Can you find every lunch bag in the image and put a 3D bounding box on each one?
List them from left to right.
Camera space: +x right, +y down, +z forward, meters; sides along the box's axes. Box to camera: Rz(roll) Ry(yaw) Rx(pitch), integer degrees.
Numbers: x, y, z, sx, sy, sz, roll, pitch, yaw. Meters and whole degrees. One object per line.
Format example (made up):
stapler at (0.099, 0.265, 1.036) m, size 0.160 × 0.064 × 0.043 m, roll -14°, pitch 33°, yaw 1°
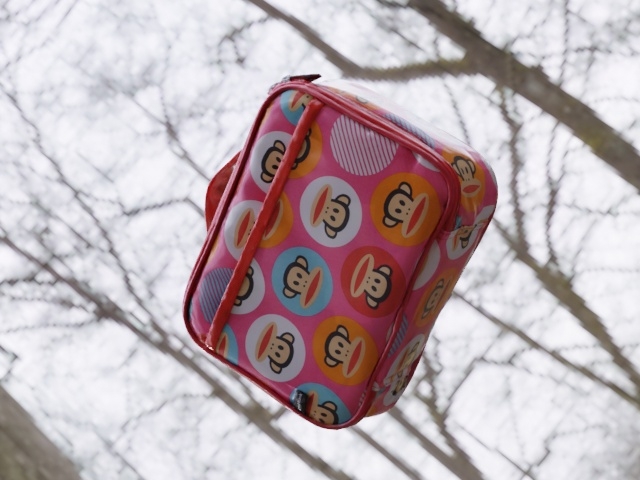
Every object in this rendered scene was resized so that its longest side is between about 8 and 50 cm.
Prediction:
lunch bag at (0.000, 0.000, 1.422) m, size 0.120 × 0.258 × 0.293 m, roll -11°, pitch -51°, yaw -59°
